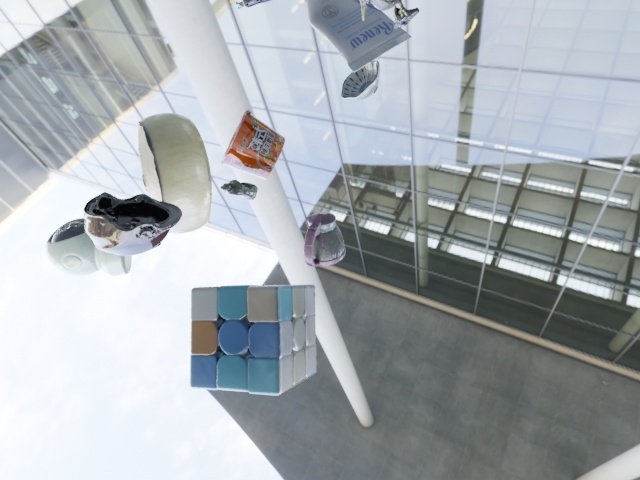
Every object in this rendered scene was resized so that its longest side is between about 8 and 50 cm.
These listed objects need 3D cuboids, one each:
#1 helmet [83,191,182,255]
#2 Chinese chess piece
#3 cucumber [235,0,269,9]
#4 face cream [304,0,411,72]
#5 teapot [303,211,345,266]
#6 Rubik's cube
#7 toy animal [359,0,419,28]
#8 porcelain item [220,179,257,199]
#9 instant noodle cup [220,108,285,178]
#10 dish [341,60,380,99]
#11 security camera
[{"bbox_3d":[-0.263,-0.018,0.583,0.123,0.070,0.098,7,-152,-30],"label":"helmet"},{"bbox_3d":[-0.310,-0.137,0.874,0.103,0.249,0.250,-14,-133,-29],"label":"Chinese chess piece"},{"bbox_3d":[-0.087,-0.466,0.766,0.163,0.039,0.043,-18,-142,13],"label":"cucumber"},{"bbox_3d":[0.090,-0.759,1.436,0.235,0.137,0.420,-33,-112,-8],"label":"face cream"},{"bbox_3d":[-0.004,-0.004,1.166,0.148,0.146,0.116,-23,-146,-26],"label":"teapot"},{"bbox_3d":[-0.226,0.331,1.492,0.344,0.347,0.346,-4,-98,21],"label":"Rubik's cube"},{"bbox_3d":[0.160,-0.579,1.003,0.202,0.105,0.070,-8,-164,-30],"label":"toy animal"},{"bbox_3d":[-0.320,-0.194,1.578,0.081,0.216,0.069,20,-82,14],"label":"porcelain item"},{"bbox_3d":[-0.271,-0.381,1.712,0.192,0.250,0.250,24,-127,-18],"label":"instant noodle cup"},{"bbox_3d":[0.172,-0.614,1.646,0.191,0.066,0.190,-26,-134,31],"label":"dish"},{"bbox_3d":[-0.744,0.025,1.344,0.236,0.194,0.194,-1,-129,-12],"label":"security camera"}]
